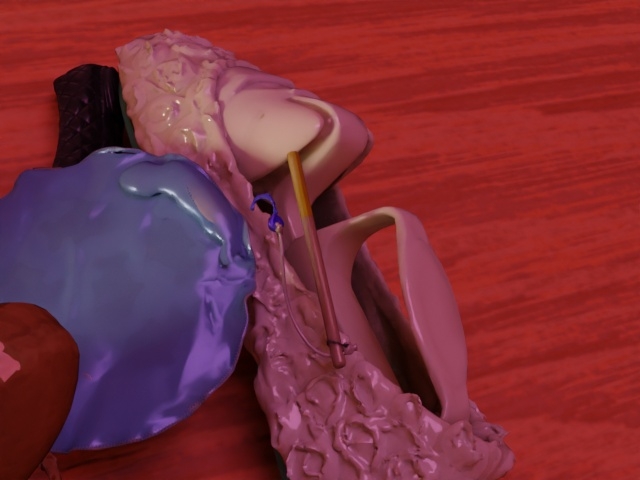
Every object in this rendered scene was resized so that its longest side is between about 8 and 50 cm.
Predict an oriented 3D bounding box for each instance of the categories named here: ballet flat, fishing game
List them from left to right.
[{"bbox_3d":[-0.159,-0.048,0.758,0.049,0.057,0.173,-14,47,15],"label":"ballet flat"},{"bbox_3d":[-0.125,0.031,0.650,0.264,0.041,0.189,-17,62,-2],"label":"fishing game"},{"bbox_3d":[0.000,0.000,0.715,0.147,0.147,0.409,-10,59,-30],"label":"ballet flat"}]

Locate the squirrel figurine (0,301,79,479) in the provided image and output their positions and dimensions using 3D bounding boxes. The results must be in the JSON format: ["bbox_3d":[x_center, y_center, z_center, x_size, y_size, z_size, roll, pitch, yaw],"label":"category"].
[{"bbox_3d":[-0.268,0.118,0.398,0.281,0.370,0.397,43,77,13],"label":"squirrel figurine"}]
